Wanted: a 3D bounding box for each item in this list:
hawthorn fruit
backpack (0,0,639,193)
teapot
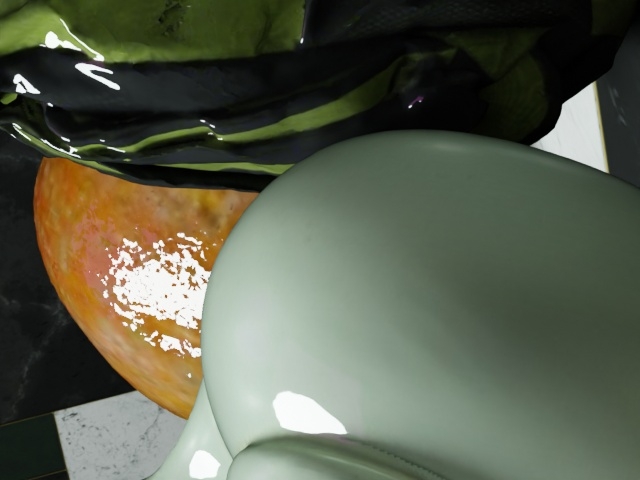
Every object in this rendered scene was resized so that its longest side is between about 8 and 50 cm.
[{"bbox_3d":[0.000,0.000,0.934,0.298,0.277,0.277,41,162,35],"label":"hawthorn fruit"},{"bbox_3d":[-0.020,-0.082,0.593,0.207,0.253,0.140,137,129,-83],"label":"backpack"},{"bbox_3d":[0.094,0.101,0.512,0.318,0.149,0.220,33,157,-4],"label":"teapot"}]
